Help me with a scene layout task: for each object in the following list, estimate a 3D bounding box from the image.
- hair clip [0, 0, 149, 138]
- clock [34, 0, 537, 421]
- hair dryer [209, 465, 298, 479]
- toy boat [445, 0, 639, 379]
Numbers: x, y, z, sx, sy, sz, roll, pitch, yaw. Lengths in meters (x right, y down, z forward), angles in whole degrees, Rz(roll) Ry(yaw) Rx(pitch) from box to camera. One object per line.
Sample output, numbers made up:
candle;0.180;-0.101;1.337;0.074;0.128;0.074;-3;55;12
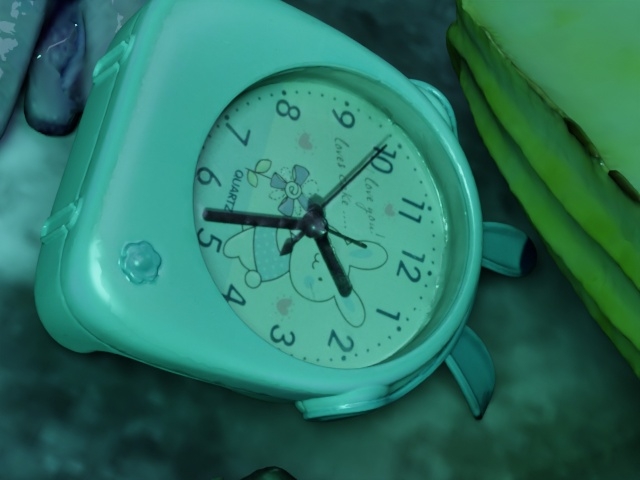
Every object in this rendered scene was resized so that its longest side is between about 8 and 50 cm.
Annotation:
hair clip;-0.081;-0.149;0.632;0.137;0.090;0.278;10;48;-14
clock;0.000;0.000;0.557;0.147;0.045;0.108;24;69;-21
hair dryer;0.105;0.136;0.483;0.302;0.116;0.244;41;43;20
toy boat;0.121;-0.009;0.526;0.111;0.084;0.276;-22;47;-8
